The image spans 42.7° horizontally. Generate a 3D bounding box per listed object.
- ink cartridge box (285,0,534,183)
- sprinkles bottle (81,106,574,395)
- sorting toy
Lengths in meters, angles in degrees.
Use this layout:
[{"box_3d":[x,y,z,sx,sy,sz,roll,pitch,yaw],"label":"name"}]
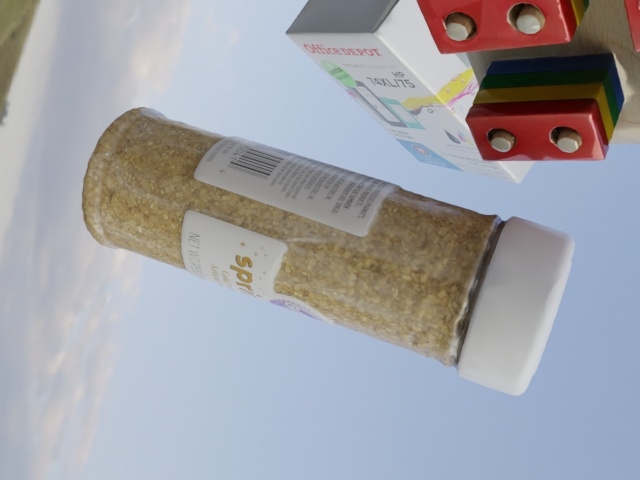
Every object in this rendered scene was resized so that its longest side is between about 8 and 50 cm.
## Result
[{"box_3d":[0.144,-0.233,0.958,0.197,0.270,0.198,-56,-148,-7],"label":"ink cartridge box"},{"box_3d":[0.000,0.000,0.618,0.121,0.356,0.121,19,90,-74],"label":"sprinkles bottle"},{"box_3d":[0.188,-0.136,0.498,0.256,0.257,0.089,4,-128,36],"label":"sorting toy"}]
